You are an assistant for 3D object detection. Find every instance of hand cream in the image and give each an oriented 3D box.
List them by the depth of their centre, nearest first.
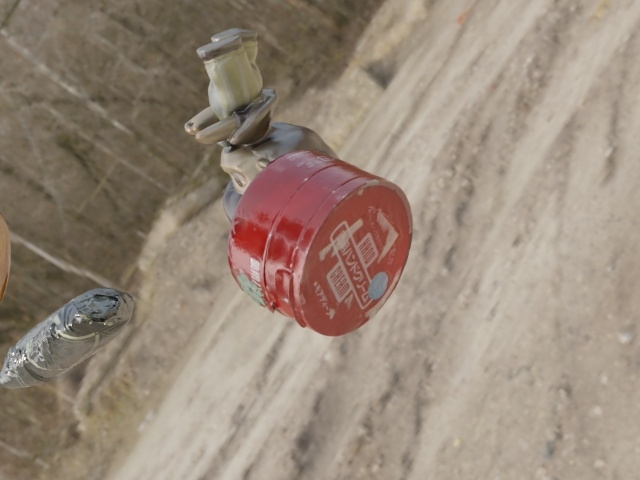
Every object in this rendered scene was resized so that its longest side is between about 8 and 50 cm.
[{"bbox_3d":[0.000,0.000,1.444,0.149,0.230,0.230,29,84,37],"label":"hand cream"}]

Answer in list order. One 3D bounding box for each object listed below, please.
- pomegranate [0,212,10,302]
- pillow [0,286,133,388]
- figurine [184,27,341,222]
[{"bbox_3d":[-0.566,0.015,1.353,0.342,0.343,0.342,-54,10,14],"label":"pomegranate"},{"bbox_3d":[-0.405,0.155,1.759,0.335,0.092,0.161,-32,3,45],"label":"pillow"},{"bbox_3d":[-0.080,-0.136,1.679,0.203,0.380,0.248,-25,21,-6],"label":"figurine"}]
